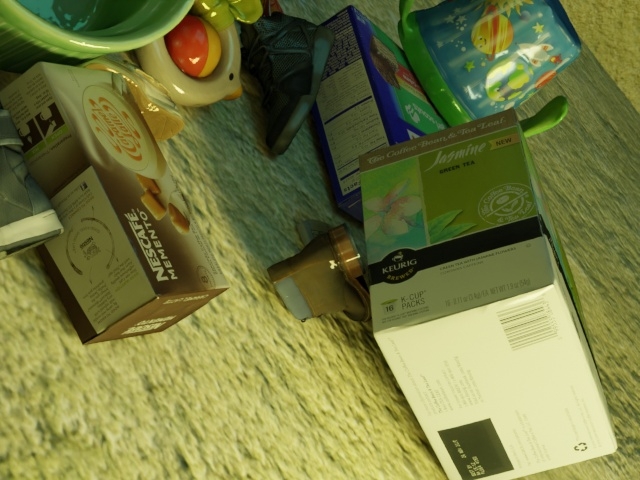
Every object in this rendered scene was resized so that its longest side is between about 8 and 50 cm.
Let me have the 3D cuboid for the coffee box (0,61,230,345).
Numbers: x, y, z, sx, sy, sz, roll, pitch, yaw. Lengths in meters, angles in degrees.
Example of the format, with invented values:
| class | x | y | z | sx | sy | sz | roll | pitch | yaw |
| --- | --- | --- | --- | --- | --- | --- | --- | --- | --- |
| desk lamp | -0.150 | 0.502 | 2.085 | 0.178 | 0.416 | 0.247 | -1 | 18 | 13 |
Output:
| class | x | y | z | sx | sy | sz | roll | pitch | yaw |
| --- | --- | --- | --- | --- | --- | --- | --- | --- | --- |
| coffee box | -0.205 | -0.036 | 1.233 | 0.247 | 0.098 | 0.141 | 63 | 23 | 11 |

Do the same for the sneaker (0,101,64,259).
| class | x | y | z | sx | sy | sz | roll | pitch | yaw |
| --- | --- | --- | --- | --- | --- | --- | --- | --- | --- |
| sneaker | -0.307 | -0.055 | 1.064 | 0.226 | 0.086 | 0.163 | -36 | 104 | -75 |

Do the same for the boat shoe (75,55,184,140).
| class | x | y | z | sx | sy | sz | roll | pitch | yaw |
| --- | --- | --- | --- | --- | --- | --- | --- | --- | --- |
| boat shoe | -0.215 | -0.165 | 1.424 | 0.170 | 0.063 | 0.059 | 37 | 28 | -56 |

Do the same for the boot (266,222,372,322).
| class | x | y | z | sx | sy | sz | roll | pitch | yaw |
| --- | --- | --- | --- | --- | --- | --- | --- | --- | --- |
| boot | 0.001 | 0.055 | 1.565 | 0.219 | 0.106 | 0.082 | 73 | -5 | -62 |

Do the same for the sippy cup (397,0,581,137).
| class | x | y | z | sx | sy | sz | roll | pitch | yaw |
| --- | --- | --- | --- | --- | --- | --- | --- | --- | --- |
| sippy cup | 0.273 | -0.304 | 2.024 | 0.305 | 0.224 | 0.240 | 18 | 45 | -61 |

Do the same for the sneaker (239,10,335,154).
| class | x | y | z | sx | sy | sz | roll | pitch | yaw |
| --- | --- | --- | --- | --- | --- | --- | --- | --- | --- |
| sneaker | -0.065 | -0.219 | 1.745 | 0.130 | 0.087 | 0.228 | 22 | 56 | -12 |

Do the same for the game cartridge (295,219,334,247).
| class | x | y | z | sx | sy | sz | roll | pitch | yaw |
| --- | --- | --- | --- | --- | --- | --- | --- | --- | --- |
| game cartridge | 0.000 | 0.000 | 1.680 | 0.083 | 0.017 | 0.056 | 11 | 55 | -58 |

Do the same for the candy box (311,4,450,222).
| class | x | y | z | sx | sy | sz | roll | pitch | yaw |
| --- | --- | --- | --- | --- | --- | --- | --- | --- | --- |
| candy box | 0.108 | -0.151 | 1.931 | 0.268 | 0.122 | 0.317 | 31 | 37 | -49 |

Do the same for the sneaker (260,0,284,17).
| class | x | y | z | sx | sy | sz | roll | pitch | yaw |
| --- | --- | --- | --- | --- | --- | --- | --- | --- | --- |
| sneaker | -0.077 | -0.311 | 1.866 | 0.175 | 0.064 | 0.067 | 65 | 9 | 0 |

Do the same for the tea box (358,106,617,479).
| class | x | y | z | sx | sy | sz | roll | pitch | yaw |
| --- | --- | --- | --- | --- | --- | --- | --- | --- | --- |
| tea box | 0.205 | 0.075 | 1.629 | 0.324 | 0.220 | 0.329 | -95 | 163 | -46 |

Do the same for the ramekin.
| class | x | y | z | sx | sy | sz | roll | pitch | yaw |
| --- | --- | --- | --- | --- | --- | --- | --- | --- | --- |
| ramekin | -0.273 | -0.309 | 1.265 | 0.303 | 0.148 | 0.303 | 14 | 69 | -40 |

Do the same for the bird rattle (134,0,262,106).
| class | x | y | z | sx | sy | sz | roll | pitch | yaw |
| --- | --- | --- | --- | --- | --- | --- | --- | --- | --- |
| bird rattle | -0.164 | -0.265 | 1.564 | 0.253 | 0.143 | 0.207 | -2 | 79 | -59 |
